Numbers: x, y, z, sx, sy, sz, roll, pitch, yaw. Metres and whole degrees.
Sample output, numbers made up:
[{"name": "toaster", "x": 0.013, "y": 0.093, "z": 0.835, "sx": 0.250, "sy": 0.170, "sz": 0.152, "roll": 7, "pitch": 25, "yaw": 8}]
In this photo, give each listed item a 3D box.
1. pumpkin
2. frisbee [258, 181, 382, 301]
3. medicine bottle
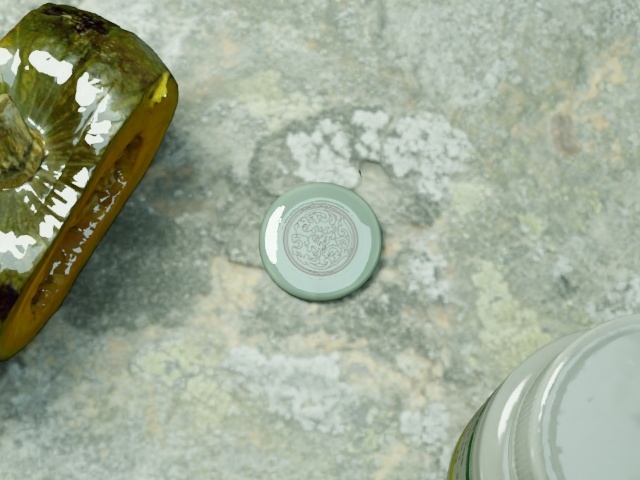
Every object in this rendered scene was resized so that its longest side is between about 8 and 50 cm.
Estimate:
[{"name": "pumpkin", "x": -0.245, "y": -0.047, "z": 1.278, "sx": 0.139, "sy": 0.222, "sz": 0.317, "roll": 33, "pitch": 77, "yaw": 6}, {"name": "frisbee", "x": 0.000, "y": 0.000, "z": 1.380, "sx": 0.110, "sy": 0.014, "sz": 0.110, "roll": 1, "pitch": 75, "yaw": -2}, {"name": "medicine bottle", "x": 0.215, "y": 0.174, "z": 1.172, "sx": 0.208, "sy": 0.340, "sz": 0.208, "roll": 1, "pitch": 74, "yaw": -3}]
